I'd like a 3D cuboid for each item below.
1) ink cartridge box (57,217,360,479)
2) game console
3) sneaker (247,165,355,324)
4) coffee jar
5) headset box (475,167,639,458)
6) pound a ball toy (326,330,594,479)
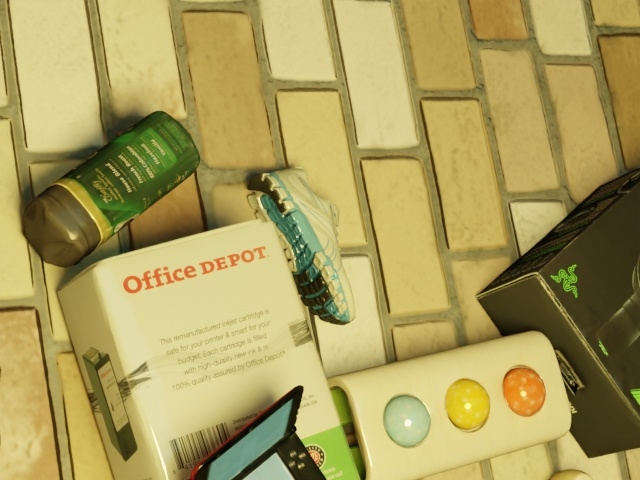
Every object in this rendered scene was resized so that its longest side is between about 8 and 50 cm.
[{"bbox_3d":[-0.113,0.146,1.490,0.211,0.121,0.289,-14,84,-32],"label":"ink cartridge box"},{"bbox_3d":[-0.051,0.226,1.381,0.144,0.085,0.124,-36,96,-31],"label":"game console"},{"bbox_3d":[0.000,0.000,1.633,0.083,0.071,0.190,-26,89,-38],"label":"sneaker"},{"bbox_3d":[-0.214,-0.051,1.507,0.184,0.096,0.079,-41,95,-33],"label":"coffee jar"},{"bbox_3d":[0.359,0.086,1.771,0.283,0.131,0.246,-37,94,-32],"label":"headset box"},{"bbox_3d":[0.165,0.219,1.620,0.319,0.136,0.208,-9,80,-31],"label":"pound a ball toy"}]
